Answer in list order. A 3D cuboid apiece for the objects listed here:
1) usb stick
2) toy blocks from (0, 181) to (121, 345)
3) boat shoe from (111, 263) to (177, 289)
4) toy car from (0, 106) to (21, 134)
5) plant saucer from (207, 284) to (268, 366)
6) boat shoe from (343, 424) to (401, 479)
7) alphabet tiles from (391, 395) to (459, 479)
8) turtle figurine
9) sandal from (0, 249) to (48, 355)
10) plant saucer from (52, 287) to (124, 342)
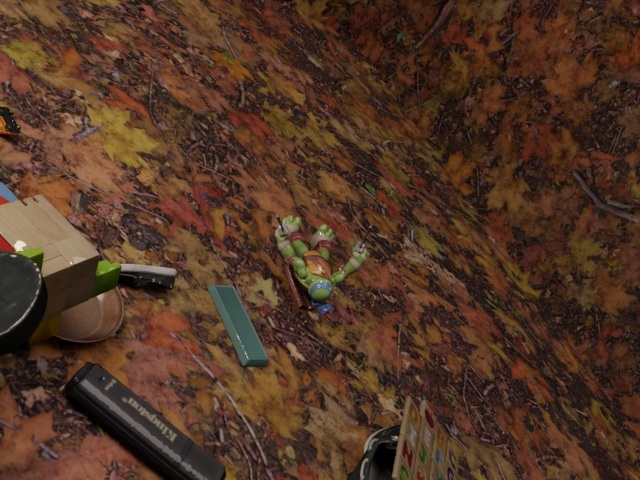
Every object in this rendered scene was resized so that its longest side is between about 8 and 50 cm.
[{"bbox_3d":[-0.258,0.288,1.114,0.278,0.045,0.077,41,28,-5],"label":"usb stick"},{"bbox_3d":[-0.504,0.019,1.009,0.261,0.190,0.381,40,39,20],"label":"toy blocks"},{"bbox_3d":[-0.323,0.065,1.343,0.142,0.049,0.040,9,81,-41],"label":"boat shoe"},{"bbox_3d":[-0.596,-0.201,1.351,0.060,0.041,0.122,58,20,-19],"label":"toy car"},{"bbox_3d":[-0.160,0.162,1.457,0.067,0.018,0.192,9,42,-49],"label":"plant saucer"},{"bbox_3d":[0.128,0.424,1.395,0.114,0.091,0.302,45,27,4],"label":"boat shoe"},{"bbox_3d":[0.218,0.474,1.420,0.285,0.011,0.342,60,24,-17],"label":"alphabet tiles"},{"bbox_3d":[0.000,0.000,1.669,0.266,0.198,0.274,-118,-165,-64],"label":"turtle figurine"},{"bbox_3d":[-0.526,0.032,0.801,0.446,0.107,0.167,2,49,0],"label":"sandal"},{"bbox_3d":[-0.413,0.091,1.192,0.199,0.036,0.198,32,29,-20],"label":"plant saucer"}]
